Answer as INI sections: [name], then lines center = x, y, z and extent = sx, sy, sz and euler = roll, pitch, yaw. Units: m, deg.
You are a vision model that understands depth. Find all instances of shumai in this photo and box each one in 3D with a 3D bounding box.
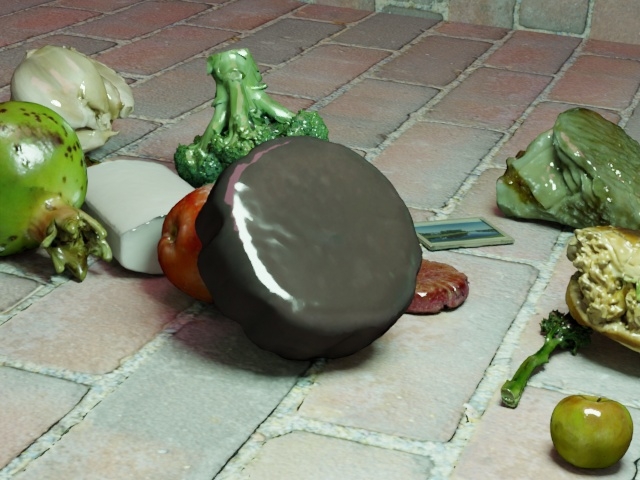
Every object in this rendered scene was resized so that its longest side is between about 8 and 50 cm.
[shumai]
center = 0.431, -0.068, 2.179
extent = 0.272, 0.203, 0.222
euler = 48, 37, 11

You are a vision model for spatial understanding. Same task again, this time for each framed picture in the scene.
[framed picture]
center = 0.213, -0.011, 2.112
extent = 0.149, 0.011, 0.109
euler = -5, 22, -22

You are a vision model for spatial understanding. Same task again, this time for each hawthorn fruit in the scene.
[hawthorn fruit]
center = -0.131, 0.003, 1.798
extent = 0.173, 0.173, 0.173
euler = 3, 20, -1

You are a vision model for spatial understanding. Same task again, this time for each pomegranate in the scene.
[pomegranate]
center = -0.430, -0.058, 1.878
extent = 0.231, 0.231, 0.286
euler = -5, 50, -22

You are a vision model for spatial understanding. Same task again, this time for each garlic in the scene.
[garlic]
center = -0.441, -0.233, 2.378
extent = 0.203, 0.184, 0.281
euler = 34, 5, 7

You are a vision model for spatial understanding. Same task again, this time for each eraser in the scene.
[eraser]
center = -0.255, -0.039, 1.981
extent = 0.174, 0.095, 0.270
euler = -7, 24, -27

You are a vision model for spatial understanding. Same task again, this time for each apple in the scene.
[apple]
center = 0.292, 0.203, 1.456
extent = 0.089, 0.074, 0.089
euler = 4, 18, -1

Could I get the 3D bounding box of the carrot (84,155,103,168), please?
[carrot]
center = -0.424, -0.111, 2.198
extent = 0.229, 0.069, 0.069
euler = 13, 22, 24

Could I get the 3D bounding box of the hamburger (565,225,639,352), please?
[hamburger]
center = 0.423, 0.062, 1.723
extent = 0.286, 0.146, 0.243
euler = 14, 9, -20

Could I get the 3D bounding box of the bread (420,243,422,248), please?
[bread]
center = 0.034, -0.001, 1.833
extent = 0.178, 0.139, 0.060
euler = 48, -3, 27

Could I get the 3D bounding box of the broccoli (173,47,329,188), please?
[broccoli]
center = -0.117, -0.164, 2.120
extent = 0.270, 0.270, 0.270
euler = -14, 6, 2

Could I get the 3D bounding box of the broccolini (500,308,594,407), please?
[broccolini]
center = 0.277, 0.152, 1.673
extent = 0.057, 0.071, 0.254
euler = 49, 37, 1

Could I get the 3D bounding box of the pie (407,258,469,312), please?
[pie]
center = 0.132, 0.058, 1.867
extent = 0.153, 0.038, 0.153
euler = 3, 22, -1

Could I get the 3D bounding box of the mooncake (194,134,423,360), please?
[mooncake]
center = -0.019, 0.015, 1.666
extent = 0.283, 0.141, 0.283
euler = 13, 57, -21
